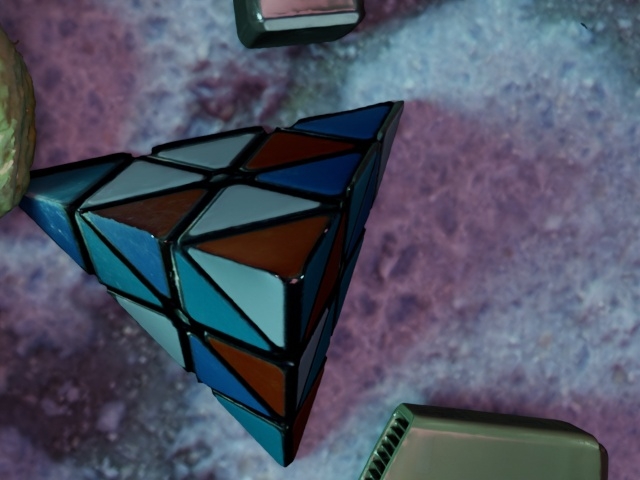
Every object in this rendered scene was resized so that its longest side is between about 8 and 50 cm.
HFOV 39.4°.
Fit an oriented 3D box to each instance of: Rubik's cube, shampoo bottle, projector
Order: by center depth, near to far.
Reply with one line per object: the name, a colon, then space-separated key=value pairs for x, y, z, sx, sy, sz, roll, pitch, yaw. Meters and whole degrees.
shampoo bottle: x=-0.028 y=-0.257 z=0.593 sx=0.080 sy=0.079 sz=0.246 roll=-8 pitch=93 yaw=-12
Rubik's cube: x=0.000 y=0.000 z=0.612 sx=0.234 sy=0.284 sz=0.250 roll=-47 pitch=126 yaw=-27
projector: x=0.087 y=0.254 z=0.625 sx=0.194 sy=0.088 sz=0.269 roll=8 pitch=89 yaw=-10

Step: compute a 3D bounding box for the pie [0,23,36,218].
pie: x=-0.298 y=-0.095 z=0.532 sx=0.248 sy=0.090 sz=0.200 roll=5 pitch=87 yaw=-4
